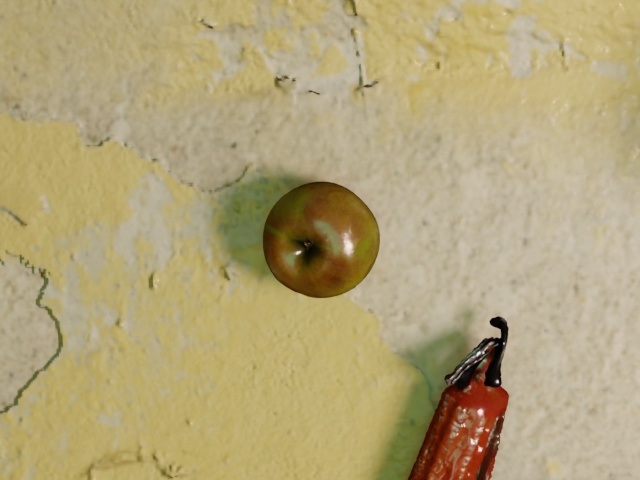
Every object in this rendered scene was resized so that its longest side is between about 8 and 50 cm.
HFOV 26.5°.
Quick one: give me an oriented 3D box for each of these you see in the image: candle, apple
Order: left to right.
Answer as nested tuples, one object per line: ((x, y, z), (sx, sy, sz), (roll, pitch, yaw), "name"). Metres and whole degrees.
((0.000, 0.000, 1.035), (0.090, 0.074, 0.089), (2, 99, 10), "apple")
((0.100, 0.202, 1.060), (0.084, 0.059, 0.301), (16, 102, -7), "candle")
